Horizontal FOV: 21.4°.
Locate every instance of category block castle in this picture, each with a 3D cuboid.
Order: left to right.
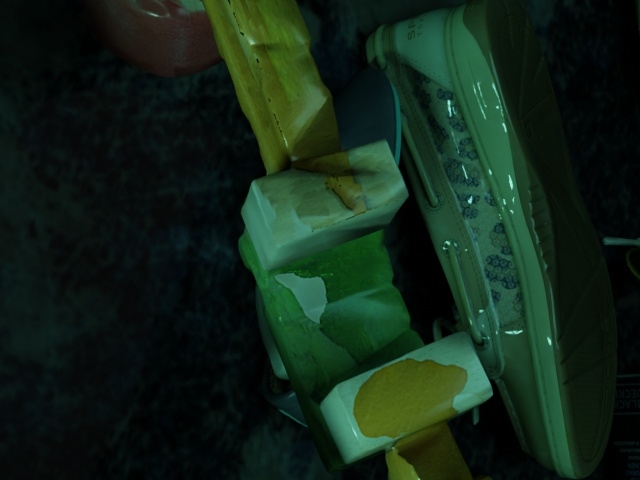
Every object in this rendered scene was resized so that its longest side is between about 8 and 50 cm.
[{"bbox_3d":[-0.093,0.080,0.691,0.303,0.213,0.453,-21,80,-11],"label":"block castle"}]

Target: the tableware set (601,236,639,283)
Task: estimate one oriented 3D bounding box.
[{"bbox_3d":[0.253,0.038,1.053,0.104,0.154,0.024,2,129,-35],"label":"tableware set"}]

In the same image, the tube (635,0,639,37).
[{"bbox_3d":[0.223,-0.246,1.107,0.070,0.062,0.240,-8,95,-1],"label":"tube"}]

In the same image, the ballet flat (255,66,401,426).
[{"bbox_3d":[0.000,0.000,0.912,0.074,0.074,0.203,11,81,-34],"label":"ballet flat"}]

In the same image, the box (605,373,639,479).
[{"bbox_3d":[0.272,0.226,1.065,0.169,0.087,0.289,3,83,-35],"label":"box"}]

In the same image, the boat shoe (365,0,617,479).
[{"bbox_3d":[0.104,0.002,0.985,0.104,0.089,0.285,-25,103,-61],"label":"boat shoe"}]
